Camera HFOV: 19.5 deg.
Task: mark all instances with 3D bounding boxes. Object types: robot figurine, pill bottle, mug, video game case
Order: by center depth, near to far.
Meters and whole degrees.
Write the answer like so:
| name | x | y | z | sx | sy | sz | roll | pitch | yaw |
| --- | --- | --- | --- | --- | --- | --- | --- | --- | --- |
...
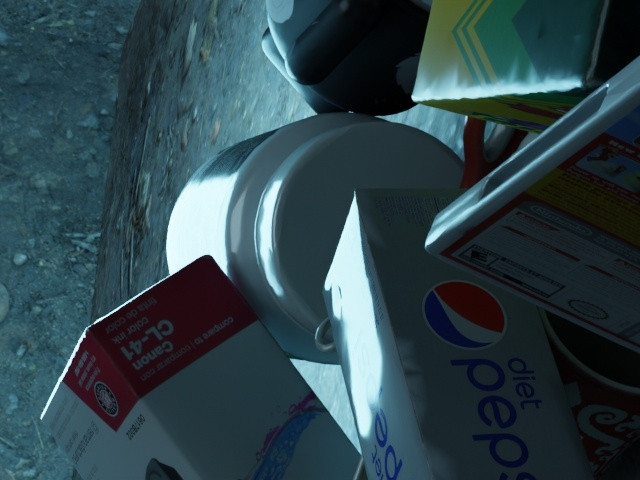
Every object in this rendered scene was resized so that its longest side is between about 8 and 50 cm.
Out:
| name | x | y | z | sx | sy | sz | roll | pitch | yaw |
| --- | --- | --- | --- | --- | --- | --- | --- | --- | --- |
| video game case | 0.188 | 0.000 | 0.849 | 0.025 | 0.204 | 0.285 | -69 | 11 | -21 |
| mug | 0.167 | 0.078 | 1.117 | 0.113 | 0.150 | 0.169 | 53 | 147 | 21 |
| robot figurine | 0.066 | -0.206 | 1.498 | 0.278 | 0.174 | 0.209 | -41 | 39 | 49 |
| pill bottle | 0.000 | 0.000 | 1.550 | 0.361 | 0.204 | 0.204 | 172 | 109 | -75 |

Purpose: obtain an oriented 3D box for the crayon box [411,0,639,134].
| name | x | y | z | sx | sy | sz | roll | pitch | yaw |
| --- | --- | --- | --- | --- | --- | --- | --- | --- | --- |
| crayon box | 0.177 | -0.089 | 0.968 | 0.318 | 0.202 | 0.081 | -167 | 89 | -77 |

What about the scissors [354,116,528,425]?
| name | x | y | z | sx | sy | sz | roll | pitch | yaw |
| --- | --- | --- | --- | --- | --- | --- | --- | --- | --- |
| scissors | 0.105 | 0.004 | 1.361 | 0.021 | 0.109 | 0.297 | 30 | 111 | 31 |

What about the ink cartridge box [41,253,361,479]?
| name | x | y | z | sx | sy | sz | roll | pitch | yaw |
| --- | --- | --- | --- | --- | --- | --- | --- | --- | --- |
| ink cartridge box | -0.072 | 0.195 | 1.476 | 0.306 | 0.131 | 0.226 | 54 | 151 | 10 |

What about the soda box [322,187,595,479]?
| name | x | y | z | sx | sy | sz | roll | pitch | yaw |
| --- | --- | --- | --- | --- | --- | --- | --- | --- | --- |
| soda box | 0.078 | 0.108 | 1.007 | 0.098 | 0.091 | 0.286 | 107 | 155 | -48 |

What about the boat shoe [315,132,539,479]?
| name | x | y | z | sx | sy | sz | roll | pitch | yaw |
| --- | --- | --- | --- | --- | --- | --- | --- | --- | --- |
| boat shoe | 0.077 | 0.079 | 1.289 | 0.136 | 0.156 | 0.367 | -111 | 35 | -64 |
